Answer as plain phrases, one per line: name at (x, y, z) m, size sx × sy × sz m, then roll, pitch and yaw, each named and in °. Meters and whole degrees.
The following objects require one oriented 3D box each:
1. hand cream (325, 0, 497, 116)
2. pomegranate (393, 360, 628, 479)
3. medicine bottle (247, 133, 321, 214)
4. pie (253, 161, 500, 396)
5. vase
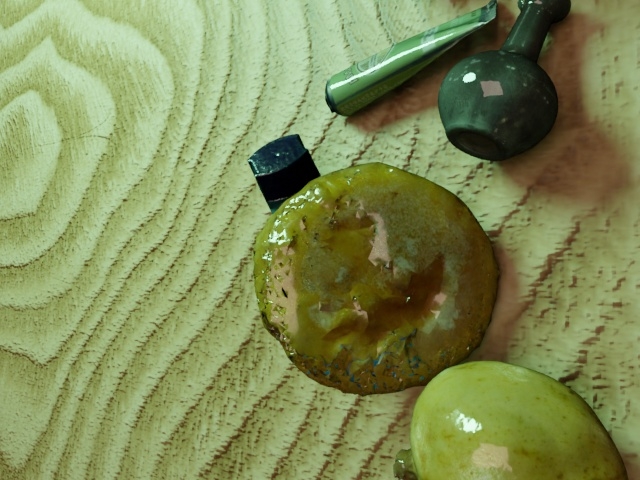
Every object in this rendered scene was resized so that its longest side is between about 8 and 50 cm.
hand cream at (0.100, -0.221, 0.606) m, size 0.235 × 0.086 × 0.055 m, roll -22°, pitch 117°, yaw 33°
pomegranate at (0.160, 0.198, 0.451) m, size 0.196 × 0.196 × 0.196 m, roll -4°, pitch 83°, yaw 33°
medicine bottle at (0.000, 0.000, 0.616) m, size 0.079 × 0.124 × 0.258 m, roll -26°, pitch 70°, yaw -3°
pie at (0.060, 0.041, 0.533) m, size 0.273 × 0.069 × 0.273 m, roll 0°, pitch 83°, yaw 0°
vase at (0.198, -0.178, 0.515) m, size 0.120 × 0.120 × 0.183 m, roll 21°, pitch 83°, yaw 33°
